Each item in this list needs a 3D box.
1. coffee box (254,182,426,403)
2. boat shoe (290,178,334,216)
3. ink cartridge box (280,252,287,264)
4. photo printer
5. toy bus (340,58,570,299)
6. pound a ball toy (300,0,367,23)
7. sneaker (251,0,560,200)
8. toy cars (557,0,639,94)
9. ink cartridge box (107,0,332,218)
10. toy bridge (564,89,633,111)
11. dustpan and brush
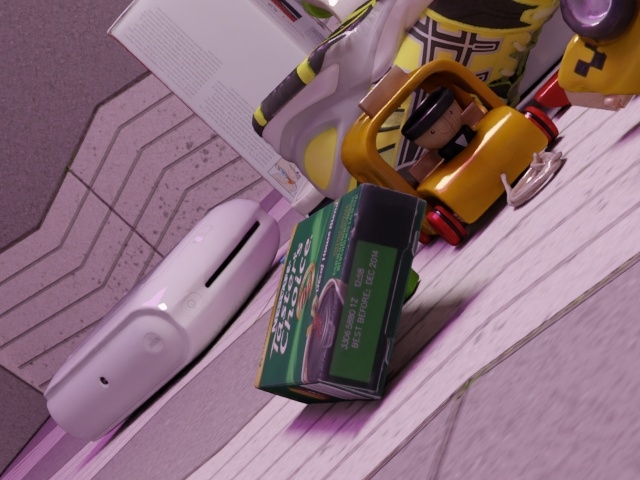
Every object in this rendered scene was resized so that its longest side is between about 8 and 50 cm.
[{"bbox_3d":[0.007,0.036,0.890,0.184,0.040,0.113,156,128,-77],"label":"coffee box"},{"bbox_3d":[0.070,-0.094,1.392,0.095,0.079,0.254,-36,14,52],"label":"boat shoe"},{"bbox_3d":[0.000,0.000,1.514,0.048,0.028,0.083,-51,6,-34],"label":"ink cartridge box"},{"bbox_3d":[-0.183,0.089,1.881,0.307,0.107,0.256,-41,8,42],"label":"photo printer"},{"bbox_3d":[0.073,-0.065,1.003,0.202,0.104,0.191,-43,7,39],"label":"toy bus"},{"bbox_3d":[0.089,-0.251,1.303,0.319,0.208,0.135,-38,30,-11],"label":"pound a ball toy"},{"bbox_3d":[0.111,-0.152,1.139,0.384,0.147,0.145,-39,7,45],"label":"sneaker"},{"bbox_3d":[0.253,-0.217,0.727,0.394,0.087,0.176,-48,-36,-14],"label":"toy cars"},{"bbox_3d":[-0.046,-0.174,1.654,0.130,0.309,0.272,-46,5,14],"label":"ink cartridge box"},{"bbox_3d":[0.197,-0.137,0.829,0.063,0.026,0.188,12,55,40],"label":"toy bridge"},{"bbox_3d":[0.195,-0.196,1.247,0.211,0.060,0.147,-43,6,37],"label":"dustpan and brush"}]
